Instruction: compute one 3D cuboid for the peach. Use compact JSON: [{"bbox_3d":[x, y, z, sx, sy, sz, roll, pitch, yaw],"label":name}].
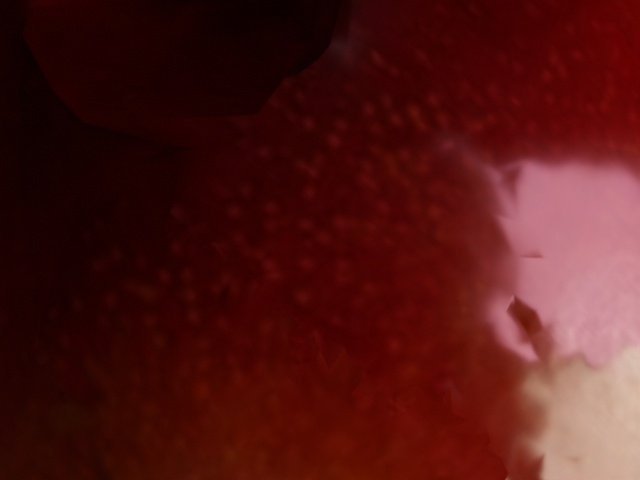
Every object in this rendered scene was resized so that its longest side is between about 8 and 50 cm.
[{"bbox_3d":[0.000,0.000,0.746,0.388,0.388,0.388,-7,90,-65],"label":"peach"}]
